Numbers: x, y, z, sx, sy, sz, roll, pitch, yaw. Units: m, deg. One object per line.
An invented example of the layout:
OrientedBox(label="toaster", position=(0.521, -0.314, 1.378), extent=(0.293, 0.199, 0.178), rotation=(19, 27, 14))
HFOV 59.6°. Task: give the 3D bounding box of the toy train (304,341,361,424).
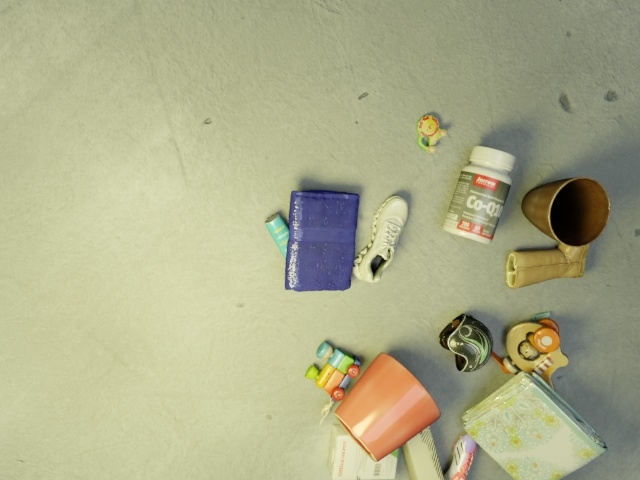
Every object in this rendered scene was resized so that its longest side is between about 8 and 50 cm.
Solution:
OrientedBox(label="toy train", position=(0.009, 0.455, 1.788), extent=(0.143, 0.105, 0.248), rotation=(33, 91, -6))

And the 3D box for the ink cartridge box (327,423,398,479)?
OrientedBox(label="ink cartridge box", position=(0.141, 0.702, 1.859), extent=(0.219, 0.092, 0.160), rotation=(5, 97, -13))

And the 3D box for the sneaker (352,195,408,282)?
OrientedBox(label="sneaker", position=(0.204, 0.002, 1.744), extent=(0.110, 0.118, 0.292), rotation=(23, 92, -14))

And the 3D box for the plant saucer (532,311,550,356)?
OrientedBox(label="plant saucer", position=(0.792, 0.351, 1.995), extent=(0.067, 0.018, 0.192), rotation=(-11, 103, -11))

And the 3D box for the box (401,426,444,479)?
OrientedBox(label="box", position=(0.341, 0.736, 1.905), extent=(0.094, 0.113, 0.275), rotation=(-20, 105, -11))

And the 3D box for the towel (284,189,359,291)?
OrientedBox(label="towel", position=(0.000, 0.000, 1.705), extent=(0.227, 0.076, 0.309), rotation=(2, 97, -23))

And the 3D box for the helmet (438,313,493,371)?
OrientedBox(label="helmet", position=(0.488, 0.344, 1.847), extent=(0.161, 0.169, 0.169), rotation=(43, 88, 0))

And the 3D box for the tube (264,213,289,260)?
OrientedBox(label="tube", position=(-0.097, 0.016, 1.713), extent=(0.080, 0.052, 0.207), rotation=(-32, 111, -1))

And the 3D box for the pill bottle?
OrientedBox(label="pill bottle", position=(0.505, -0.144, 1.766), extent=(0.161, 0.161, 0.283), rotation=(16, 96, -15))

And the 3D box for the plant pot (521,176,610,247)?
OrientedBox(label="plant pot", position=(0.759, -0.105, 1.797), extent=(0.215, 0.230, 0.216), rotation=(-2, 101, -13))

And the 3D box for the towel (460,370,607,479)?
OrientedBox(label="towel", position=(0.713, 0.652, 1.895), extent=(0.374, 0.090, 0.320), rotation=(44, 117, 1))

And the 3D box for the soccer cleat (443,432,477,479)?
OrientedBox(label="soccer cleat", position=(0.492, 0.798, 1.959), extent=(0.083, 0.095, 0.248), rotation=(26, 93, -16))

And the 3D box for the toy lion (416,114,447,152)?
OrientedBox(label="toy lion", position=(0.342, -0.340, 1.764), extent=(0.096, 0.034, 0.100), rotation=(33, 91, -9))

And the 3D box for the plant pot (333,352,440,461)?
OrientedBox(label="plant pot", position=(0.191, 0.526, 1.731), extent=(0.243, 0.275, 0.275), rotation=(-39, 106, -14))

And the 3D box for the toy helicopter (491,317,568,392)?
OrientedBox(label="toy helicopter", position=(0.739, 0.454, 1.923), extent=(0.234, 0.140, 0.355), rotation=(-19, 91, 22))

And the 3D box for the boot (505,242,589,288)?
OrientedBox(label="boot", position=(0.771, 0.040, 1.901), extent=(0.269, 0.089, 0.236), rotation=(-5, 100, -11))
